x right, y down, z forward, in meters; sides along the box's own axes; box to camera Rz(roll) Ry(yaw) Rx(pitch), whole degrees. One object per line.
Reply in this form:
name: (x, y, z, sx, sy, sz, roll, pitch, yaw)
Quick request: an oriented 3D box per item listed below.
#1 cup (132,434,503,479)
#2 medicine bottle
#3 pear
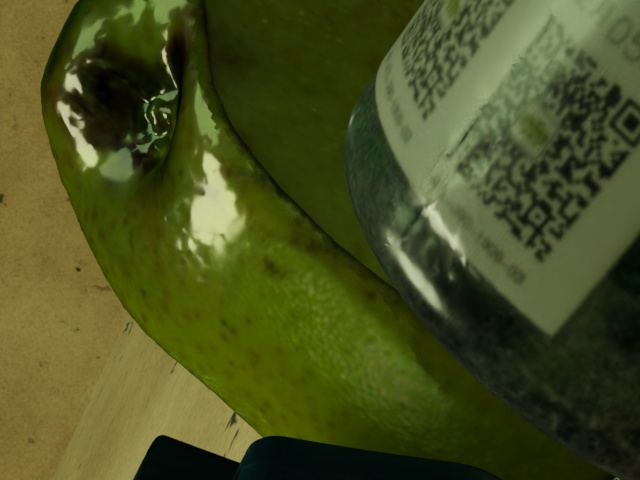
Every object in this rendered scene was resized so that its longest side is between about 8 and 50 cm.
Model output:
cup: (-0.003, 0.132, 0.637, 0.131, 0.155, 0.176, -66, 0, -53)
medicine bottle: (0.135, -0.089, 0.369, 0.293, 0.141, 0.141, -54, 13, 27)
pear: (0.000, 0.000, 0.770, 0.164, 0.255, 0.238, -53, 19, 38)
